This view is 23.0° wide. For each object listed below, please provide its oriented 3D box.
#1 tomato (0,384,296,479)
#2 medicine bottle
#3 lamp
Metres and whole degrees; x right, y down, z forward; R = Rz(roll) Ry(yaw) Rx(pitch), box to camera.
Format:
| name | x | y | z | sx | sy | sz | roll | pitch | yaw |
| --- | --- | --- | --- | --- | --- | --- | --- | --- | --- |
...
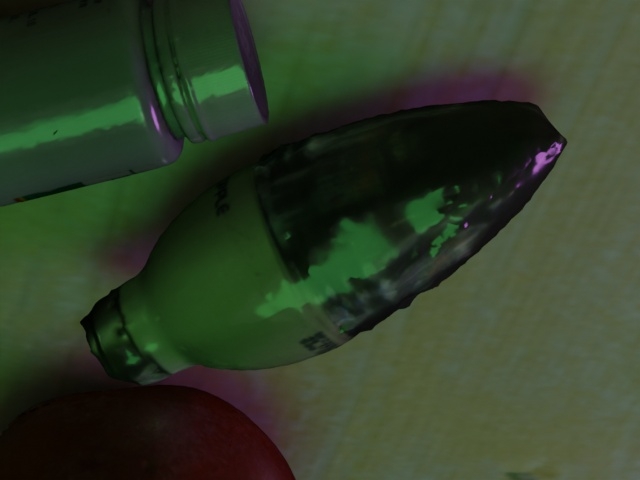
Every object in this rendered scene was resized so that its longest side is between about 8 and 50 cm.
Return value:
| name | x | y | z | sx | sy | sz | roll | pitch | yaw |
| --- | --- | --- | --- | --- | --- | --- | --- | --- | --- |
| tomato | -0.103 | 0.186 | 0.852 | 0.208 | 0.184 | 0.208 | -4 | 135 | -4 |
| medicine bottle | -0.093 | -0.066 | 0.684 | 0.130 | 0.080 | 0.080 | -13 | 134 | 5 |
| lamp | 0.000 | 0.000 | 0.753 | 0.250 | 0.101 | 0.101 | -28 | 131 | 12 |
